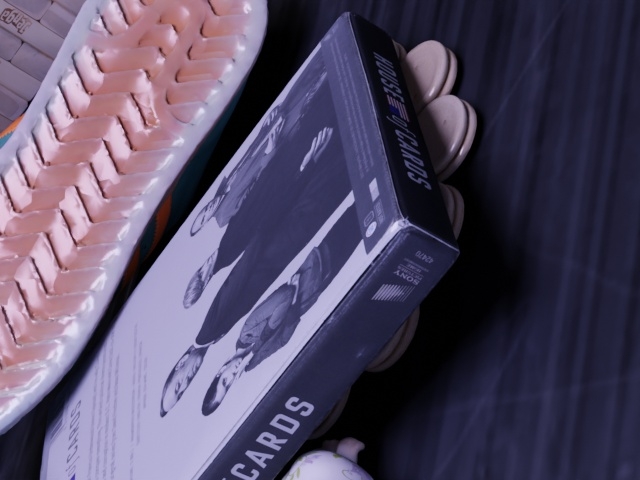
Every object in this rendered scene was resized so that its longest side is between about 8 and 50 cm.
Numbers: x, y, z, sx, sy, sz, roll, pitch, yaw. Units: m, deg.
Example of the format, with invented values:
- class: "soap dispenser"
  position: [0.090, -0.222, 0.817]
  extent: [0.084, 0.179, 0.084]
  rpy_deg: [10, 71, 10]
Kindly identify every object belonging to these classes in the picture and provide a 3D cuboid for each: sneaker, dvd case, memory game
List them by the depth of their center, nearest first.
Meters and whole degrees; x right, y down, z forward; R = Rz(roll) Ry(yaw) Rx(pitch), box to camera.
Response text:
- class: "dvd case"
  position: [-0.041, 0.041, 0.549]
  extent: [0.238, 0.030, 0.179]
  rpy_deg: [-52, 22, 22]
- class: "memory game"
  position: [0.000, 0.000, 0.585]
  extent: [0.186, 0.012, 0.186]
  rpy_deg: [-38, 38, 38]
- class: "sneaker"
  position: [-0.128, -0.003, 0.683]
  extent: [0.302, 0.108, 0.121]
  rpy_deg: [-52, -3, -11]

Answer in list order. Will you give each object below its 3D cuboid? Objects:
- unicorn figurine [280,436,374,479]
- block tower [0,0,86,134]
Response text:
- class: "unicorn figurine"
  position: [0.002, 0.108, 0.439]
  extent: [0.111, 0.060, 0.162]
  rpy_deg: [-49, 28, 11]
- class: "block tower"
  position: [-0.218, -0.158, 0.962]
  extent: [0.335, 0.091, 0.097]
  rpy_deg: [-50, 30, 13]
